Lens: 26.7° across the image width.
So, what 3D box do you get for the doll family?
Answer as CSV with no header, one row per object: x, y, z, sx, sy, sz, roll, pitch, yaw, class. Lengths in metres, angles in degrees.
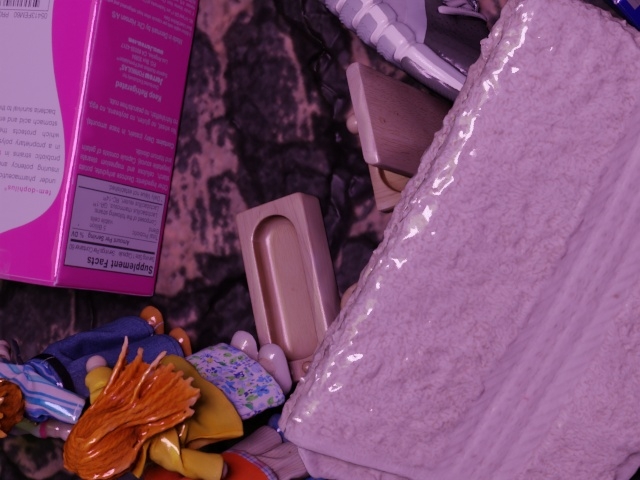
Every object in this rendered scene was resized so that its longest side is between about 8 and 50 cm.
-0.128,0.092,0.797,0.263,0.163,0.118,17,115,35,doll family

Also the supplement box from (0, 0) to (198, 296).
-0.169,-0.079,0.895,0.111,0.114,0.220,8,87,28,supplement box

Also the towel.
0.116,0.026,0.701,0.187,0.049,0.282,25,99,-14,towel

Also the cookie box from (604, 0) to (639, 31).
0.151,-0.165,0.741,0.040,0.092,0.107,-46,65,13,cookie box

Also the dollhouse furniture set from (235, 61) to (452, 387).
0.000,0.000,0.786,0.151,0.123,0.144,-18,76,26,dollhouse furniture set

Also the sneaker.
0.061,-0.177,0.797,0.228,0.086,0.132,44,103,27,sneaker
